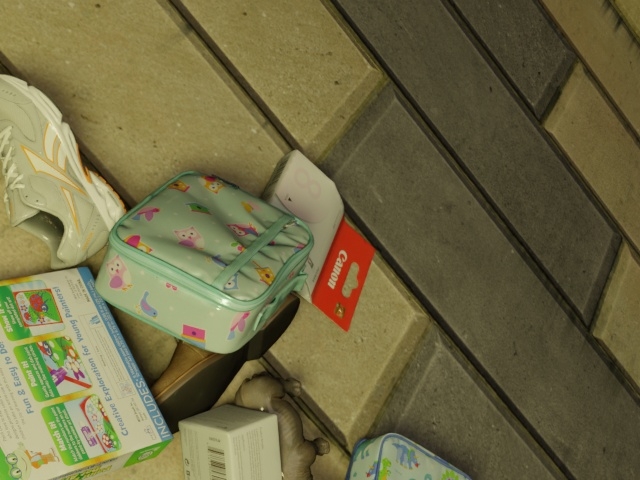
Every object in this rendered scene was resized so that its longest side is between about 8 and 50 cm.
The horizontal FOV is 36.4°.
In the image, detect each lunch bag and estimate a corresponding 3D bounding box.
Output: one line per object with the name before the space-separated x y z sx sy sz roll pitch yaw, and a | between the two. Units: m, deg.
lunch bag | 0.132 0.390 1.423 0.219 0.090 0.176 34 51 -27
lunch bag | -0.134 0.020 1.248 0.224 0.108 0.279 25 28 8

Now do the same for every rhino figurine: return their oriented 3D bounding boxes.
rhino figurine | -0.039 0.281 1.290 0.243 0.073 0.106 62 21 14

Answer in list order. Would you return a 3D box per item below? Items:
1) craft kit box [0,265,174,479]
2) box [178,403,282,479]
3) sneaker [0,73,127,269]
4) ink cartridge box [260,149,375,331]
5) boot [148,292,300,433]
craft kit box | -0.324 0.158 1.087 0.246 0.061 0.250 -7 59 -47
box | -0.113 0.270 1.224 0.087 0.102 0.101 -12 101 -45
sneaker | -0.353 -0.082 1.195 0.262 0.099 0.121 53 49 -9
ink cartridge box | 0.000 0.000 1.516 0.232 0.066 0.189 38 48 -19
boot | -0.161 0.145 1.285 0.115 0.112 0.305 35 47 15
